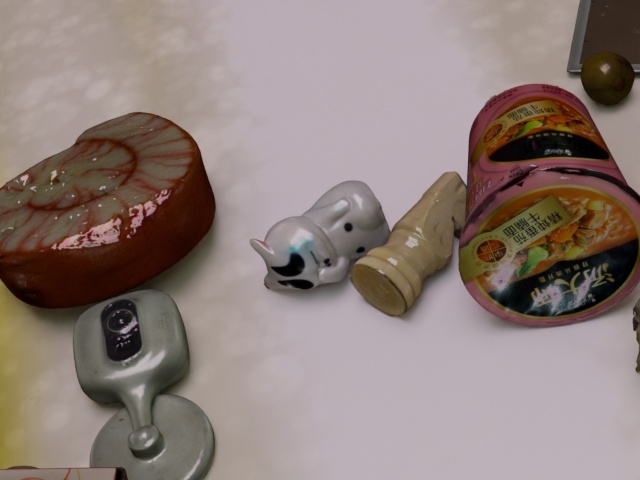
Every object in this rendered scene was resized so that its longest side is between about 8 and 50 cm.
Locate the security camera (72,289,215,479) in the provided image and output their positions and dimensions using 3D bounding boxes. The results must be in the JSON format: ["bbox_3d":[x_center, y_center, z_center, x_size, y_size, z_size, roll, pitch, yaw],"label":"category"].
[{"bbox_3d":[-0.225,0.191,1.493,0.157,0.080,0.301,-18,49,-1],"label":"security camera"}]

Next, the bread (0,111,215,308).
[{"bbox_3d":[-0.305,-0.042,1.668,0.328,0.114,0.295,-33,38,-22],"label":"bread"}]

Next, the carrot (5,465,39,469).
[{"bbox_3d":[-0.370,0.317,1.418,0.263,0.102,0.102,-4,47,4],"label":"carrot"}]

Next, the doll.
[{"bbox_3d":[0.007,-0.002,1.575,0.181,0.110,0.107,-34,40,-16],"label":"doll"}]

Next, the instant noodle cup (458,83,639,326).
[{"bbox_3d":[0.273,-0.062,1.490,0.244,0.244,0.255,-10,38,8],"label":"instant noodle cup"}]

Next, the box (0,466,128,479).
[{"bbox_3d":[-0.394,0.388,1.207,0.385,0.122,0.344,0,30,-5],"label":"box"}]

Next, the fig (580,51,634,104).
[{"bbox_3d":[0.400,-0.232,1.698,0.074,0.074,0.088,-25,30,-7],"label":"fig"}]

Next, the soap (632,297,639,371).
[{"bbox_3d":[0.451,0.055,1.374,0.076,0.135,0.233,31,63,36],"label":"soap"}]

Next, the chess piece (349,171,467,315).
[{"bbox_3d":[0.133,-0.001,1.553,0.090,0.090,0.200,25,59,33],"label":"chess piece"}]

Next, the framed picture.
[{"bbox_3d":[0.503,-0.346,1.808,0.232,0.019,0.296,4,50,20],"label":"framed picture"}]
